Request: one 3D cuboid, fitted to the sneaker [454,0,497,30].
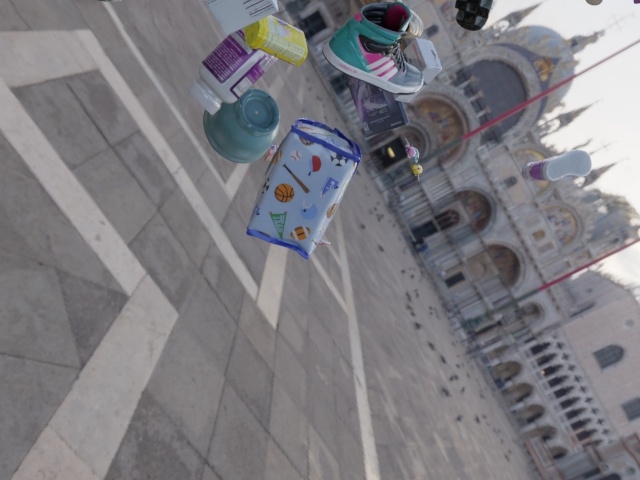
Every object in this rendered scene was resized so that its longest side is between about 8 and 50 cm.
[{"bbox_3d":[0.422,-0.694,1.400,0.122,0.146,0.330,31,-24,12],"label":"sneaker"}]

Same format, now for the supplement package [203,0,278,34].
[{"bbox_3d":[-0.217,-0.649,1.356,0.203,0.149,0.194,52,23,-52],"label":"supplement package"}]

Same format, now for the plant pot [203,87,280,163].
[{"bbox_3d":[-0.274,-0.460,2.171,0.196,0.293,0.293,-16,-73,56],"label":"plant pot"}]

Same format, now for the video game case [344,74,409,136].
[{"bbox_3d":[0.172,-0.487,1.852,0.196,0.026,0.274,-6,-71,55],"label":"video game case"}]

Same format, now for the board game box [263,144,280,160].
[{"bbox_3d":[-0.164,-0.376,2.461,0.193,0.146,0.045,176,-89,-80],"label":"board game box"}]

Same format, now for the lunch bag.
[{"bbox_3d":[-0.041,-0.170,1.650,0.238,0.328,0.385,26,15,-9],"label":"lunch bag"}]

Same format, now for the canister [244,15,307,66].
[{"bbox_3d":[-0.126,-0.577,1.622,0.169,0.073,0.126,14,52,-37],"label":"canister"}]

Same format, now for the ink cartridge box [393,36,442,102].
[{"bbox_3d":[0.264,-0.488,1.634,0.063,0.150,0.109,0,64,-34],"label":"ink cartridge box"}]

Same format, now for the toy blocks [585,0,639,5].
[{"bbox_3d":[0.752,-0.704,1.235,0.308,0.260,0.288,17,-19,38],"label":"toy blocks"}]

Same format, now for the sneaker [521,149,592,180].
[{"bbox_3d":[0.878,-0.279,2.144,0.161,0.282,0.102,1,-81,62],"label":"sneaker"}]

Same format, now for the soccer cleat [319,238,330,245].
[{"bbox_3d":[0.000,0.000,2.396,0.029,0.083,0.036,-33,131,-79],"label":"soccer cleat"}]

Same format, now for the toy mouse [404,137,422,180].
[{"bbox_3d":[0.328,-0.304,2.015,0.161,0.031,0.143,32,45,-63],"label":"toy mouse"}]

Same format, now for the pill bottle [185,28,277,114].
[{"bbox_3d":[-0.299,-0.567,1.899,0.169,0.301,0.169,47,4,-4],"label":"pill bottle"}]

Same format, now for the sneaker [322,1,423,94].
[{"bbox_3d":[0.168,-0.461,1.341,0.295,0.178,0.124,7,52,-36],"label":"sneaker"}]

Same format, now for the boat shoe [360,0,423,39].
[{"bbox_3d":[0.267,-0.938,2.294,0.341,0.122,0.110,44,32,20],"label":"boat shoe"}]
